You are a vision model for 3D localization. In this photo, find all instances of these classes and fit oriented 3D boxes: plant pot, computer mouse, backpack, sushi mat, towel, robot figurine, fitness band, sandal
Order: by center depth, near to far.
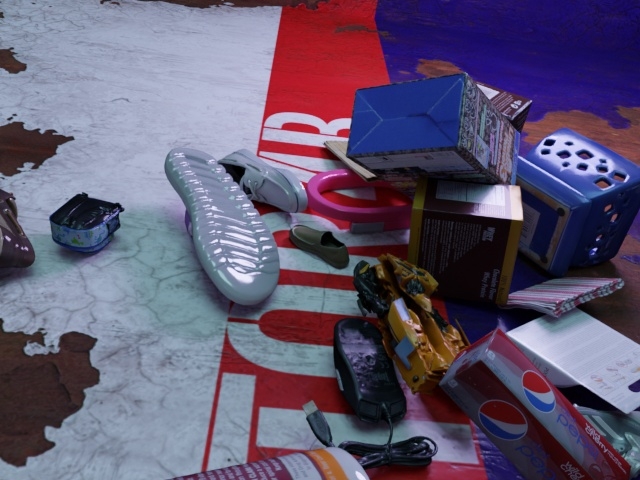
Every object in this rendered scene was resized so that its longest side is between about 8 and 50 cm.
[{"bbox_3d":[0.044,0.234,0.929,0.184,0.060,0.262,1,45,-29],"label":"computer mouse"},{"bbox_3d":[0.164,0.135,1.029,0.211,0.085,0.291,23,30,-35],"label":"robot figurine"},{"bbox_3d":[-0.441,-0.025,1.156,0.105,0.084,0.114,16,31,10],"label":"backpack"},{"bbox_3d":[0.457,0.104,1.183,0.197,0.029,0.144,-13,6,-28],"label":"towel"},{"bbox_3d":[-0.197,-0.022,1.203,0.169,0.102,0.416,4,43,-35],"label":"sandal"},{"bbox_3d":[0.515,-0.074,1.332,0.212,0.236,0.236,-22,46,-26],"label":"plant pot"},{"bbox_3d":[0.107,-0.099,1.415,0.290,0.054,0.209,-5,38,-21],"label":"fitness band"},{"bbox_3d":[0.123,-0.200,1.524,0.151,0.019,0.316,-3,24,-19],"label":"sushi mat"}]

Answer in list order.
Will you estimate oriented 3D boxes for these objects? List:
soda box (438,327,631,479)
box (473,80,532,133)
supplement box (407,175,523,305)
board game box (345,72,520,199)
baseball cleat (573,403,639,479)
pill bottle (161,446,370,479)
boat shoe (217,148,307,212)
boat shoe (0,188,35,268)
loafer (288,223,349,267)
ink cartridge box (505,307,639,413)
[{"bbox_3d":[0.292,0.253,0.844,0.263,0.092,0.083,47,41,3],"label":"soda box"},{"bbox_3d":[0.417,-0.278,1.604,0.167,0.203,0.168,26,39,22],"label":"box"},{"bbox_3d":[0.269,-0.001,1.177,0.194,0.191,0.129,7,34,11],"label":"supplement box"},{"bbox_3d":[0.229,-0.188,1.215,0.232,0.141,0.291,1,-12,35],"label":"board game box"},{"bbox_3d":[0.412,0.299,0.919,0.205,0.072,0.109,-1,43,-9],"label":"baseball cleat"},{"bbox_3d":[-0.141,0.346,0.592,0.392,0.224,0.224,-4,38,-19],"label":"pill bottle"},{"bbox_3d":[-0.138,-0.127,1.363,0.088,0.096,0.267,-25,46,-33],"label":"boat shoe"},{"bbox_3d":[-0.625,-0.047,1.143,0.342,0.123,0.123,33,12,37],"label":"boat shoe"},{"bbox_3d":[0.000,0.000,1.254,0.148,0.050,0.056,28,39,24],"label":"loafer"},{"bbox_3d":[0.452,0.207,1.043,0.189,0.066,0.232,-15,37,-31],"label":"ink cartridge box"}]
